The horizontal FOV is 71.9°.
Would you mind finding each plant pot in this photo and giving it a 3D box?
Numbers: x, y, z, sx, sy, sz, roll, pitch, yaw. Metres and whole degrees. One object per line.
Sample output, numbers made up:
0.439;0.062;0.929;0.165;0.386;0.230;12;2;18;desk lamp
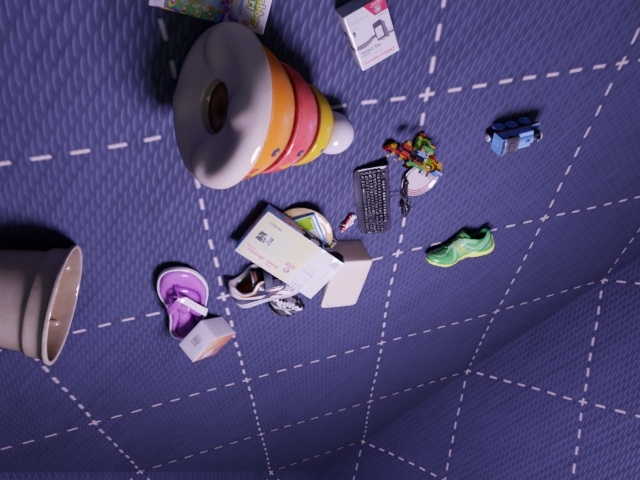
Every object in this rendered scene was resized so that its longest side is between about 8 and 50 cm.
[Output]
-0.851;0.150;1.185;0.305;0.334;0.334;11;129;-18;plant pot

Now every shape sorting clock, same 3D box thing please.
-0.062;-0.021;1.494;0.206;0.040;0.206;0;122;-1;shape sorting clock

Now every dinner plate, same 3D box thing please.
0.344;-0.215;1.530;0.141;0.017;0.141;-12;137;-11;dinner plate

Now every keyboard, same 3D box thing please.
0.223;-0.141;1.529;0.202;0.033;0.317;-14;139;-1;keyboard

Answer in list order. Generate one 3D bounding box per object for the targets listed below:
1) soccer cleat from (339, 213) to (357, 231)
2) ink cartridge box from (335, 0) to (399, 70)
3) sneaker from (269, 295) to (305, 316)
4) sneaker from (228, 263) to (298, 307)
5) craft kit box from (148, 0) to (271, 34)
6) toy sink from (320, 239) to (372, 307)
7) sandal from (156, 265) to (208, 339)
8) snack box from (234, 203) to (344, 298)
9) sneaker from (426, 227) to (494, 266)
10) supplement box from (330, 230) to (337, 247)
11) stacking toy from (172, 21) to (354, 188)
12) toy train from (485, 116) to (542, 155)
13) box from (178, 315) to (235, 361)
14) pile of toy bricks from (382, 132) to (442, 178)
0.098;-0.060;1.574;0.036;0.029;0.083;15;122;-30;soccer cleat
0.118;-0.514;1.081;0.109;0.063;0.150;-29;138;6;ink cartridge box
-0.168;0.250;1.740;0.106;0.078;0.234;-41;138;16;sneaker
-0.175;0.142;1.588;0.321;0.126;0.127;-23;141;-1;sneaker
-0.204;-0.573;0.885;0.247;0.061;0.250;0;134;-28;craft kit box
0.075;0.124;1.679;0.153;0.131;0.234;-2;130;-22;toy sink
-0.477;0.248;1.578;0.169;0.102;0.416;-9;139;-15;sandal
-0.100;0.043;1.473;0.322;0.060;0.187;35;114;-20;snack box
0.571;0.019;1.831;0.296;0.109;0.123;-18;117;-5;sneaker
0.000;0.000;1.569;0.083;0.056;0.083;23;121;-38;supplement box
-0.080;-0.296;1.093;0.480;0.350;0.350;-4;137;-44;stacking toy
0.643;-0.346;1.460;0.184;0.105;0.080;-15;138;-9;toy train
-0.424;0.369;1.669;0.130;0.091;0.170;-46;166;8;box
0.314;-0.284;1.398;0.212;0.118;0.105;21;84;-26;pile of toy bricks
